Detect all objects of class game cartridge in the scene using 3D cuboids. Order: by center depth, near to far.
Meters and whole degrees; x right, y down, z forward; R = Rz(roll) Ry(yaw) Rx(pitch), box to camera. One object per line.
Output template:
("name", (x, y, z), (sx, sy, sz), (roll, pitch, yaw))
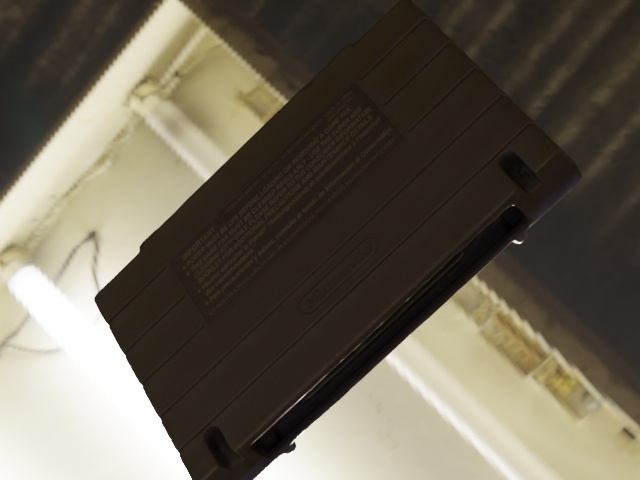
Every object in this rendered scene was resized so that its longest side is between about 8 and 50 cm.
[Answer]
("game cartridge", (0.000, 0.000, 1.098), (0.355, 0.068, 0.230), (-43, -136, 8))
